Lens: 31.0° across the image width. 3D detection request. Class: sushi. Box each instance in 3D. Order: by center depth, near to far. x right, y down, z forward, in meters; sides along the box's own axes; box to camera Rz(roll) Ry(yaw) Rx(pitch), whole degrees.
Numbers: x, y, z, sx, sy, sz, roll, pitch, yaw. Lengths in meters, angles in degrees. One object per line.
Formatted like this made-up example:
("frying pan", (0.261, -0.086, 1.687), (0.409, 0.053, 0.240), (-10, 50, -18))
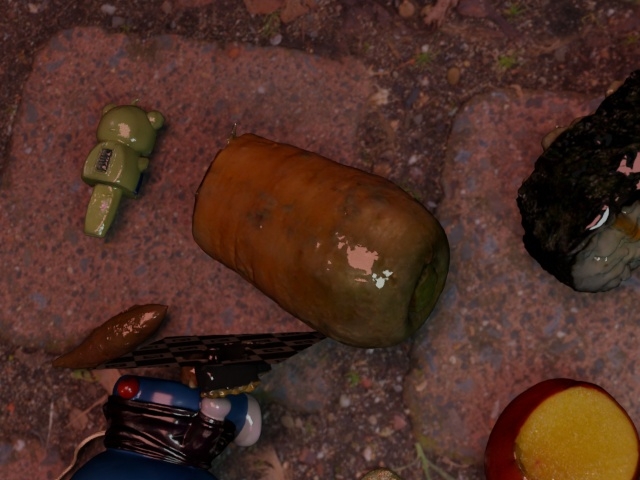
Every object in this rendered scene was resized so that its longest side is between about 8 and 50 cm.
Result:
("sushi", (0.409, -0.086, 1.471), (0.350, 0.211, 0.170), (-37, 51, 7))
("sushi", (-0.130, 0.166, 1.528), (0.264, 0.290, 0.050), (-3, 93, 14))

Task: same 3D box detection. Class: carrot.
("carrot", (0.000, 0.000, 1.559), (0.341, 0.224, 0.224), (25, 83, 24))

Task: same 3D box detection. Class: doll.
("doll", (-0.223, 0.337, 1.525), (0.284, 0.240, 0.309), (-2, 74, 47))

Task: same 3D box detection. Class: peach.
("peach", (0.295, 0.261, 1.412), (0.190, 0.192, 0.190), (-1, 87, 18))

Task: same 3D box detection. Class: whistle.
("whistle", (-0.308, -0.111, 1.751), (0.105, 0.085, 0.227), (10, 76, 19))

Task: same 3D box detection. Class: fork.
("fork", (-0.383, 0.344, 1.675), (0.219, 0.034, 0.028), (-43, 94, 3))

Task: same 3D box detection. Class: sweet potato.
("sweet potato", (-0.305, 0.144, 1.696), (0.206, 0.060, 0.068), (-29, 32, 8))

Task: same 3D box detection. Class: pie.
("pie", (0.081, 0.345, 1.544), (0.085, 0.017, 0.085), (-5, 73, 16))
